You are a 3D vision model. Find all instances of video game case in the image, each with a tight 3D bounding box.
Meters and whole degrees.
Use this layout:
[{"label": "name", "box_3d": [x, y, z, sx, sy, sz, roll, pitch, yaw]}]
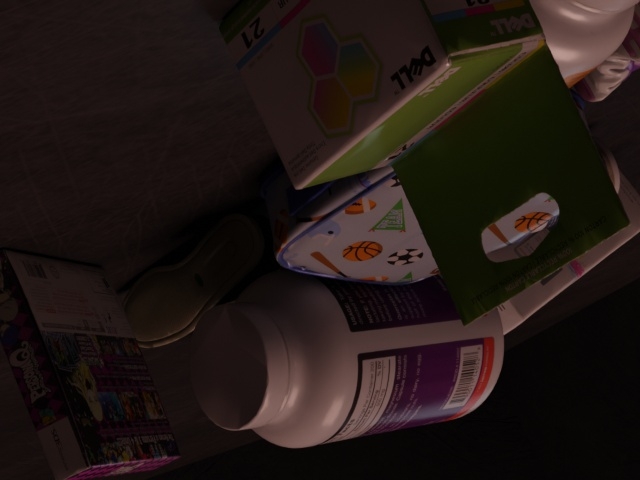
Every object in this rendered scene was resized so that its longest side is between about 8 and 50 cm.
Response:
[{"label": "video game case", "box_3d": [-0.221, 0.117, 1.530, 0.042, 0.210, 0.232, -26, 170, 11]}]

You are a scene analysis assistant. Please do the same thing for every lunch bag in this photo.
[{"label": "lunch bag", "box_3d": [0.100, -0.064, 1.547, 0.243, 0.115, 0.303, 11, 147, -39]}]

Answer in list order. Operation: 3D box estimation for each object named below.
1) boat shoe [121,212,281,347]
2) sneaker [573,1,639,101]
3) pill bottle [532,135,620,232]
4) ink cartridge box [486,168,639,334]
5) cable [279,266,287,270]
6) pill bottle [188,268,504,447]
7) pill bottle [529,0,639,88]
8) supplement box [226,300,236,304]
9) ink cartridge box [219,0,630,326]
[{"label": "boat shoe", "box_3d": [-0.121, 0.047, 1.741, 0.233, 0.084, 0.079, -35, 164, 34]}, {"label": "sneaker", "box_3d": [0.281, -0.201, 1.431, 0.104, 0.095, 0.236, -29, 175, -12]}, {"label": "pill bottle", "box_3d": [0.276, -0.064, 2.032, 0.169, 0.094, 0.094, -20, 168, -24]}, {"label": "ink cartridge box", "box_3d": [0.267, 0.043, 2.262, 0.353, 0.119, 0.207, -33, 175, -29]}, {"label": "cable", "box_3d": [0.000, 0.000, 1.922, 0.287, 0.072, 0.139, -32, 149, -33]}, {"label": "pill bottle", "box_3d": [0.027, 0.114, 1.708, 0.323, 0.181, 0.181, -4, 158, -42]}, {"label": "pill bottle", "box_3d": [0.133, -0.160, 1.159, 0.136, 0.136, 0.246, -17, 167, -34]}, {"label": "supplement box", "box_3d": [-0.101, 0.075, 1.984, 0.083, 0.056, 0.083, -23, 169, -6]}, {"label": "ink cartridge box", "box_3d": [0.063, -0.080, 1.075, 0.097, 0.255, 0.189, -15, 166, -39]}]
